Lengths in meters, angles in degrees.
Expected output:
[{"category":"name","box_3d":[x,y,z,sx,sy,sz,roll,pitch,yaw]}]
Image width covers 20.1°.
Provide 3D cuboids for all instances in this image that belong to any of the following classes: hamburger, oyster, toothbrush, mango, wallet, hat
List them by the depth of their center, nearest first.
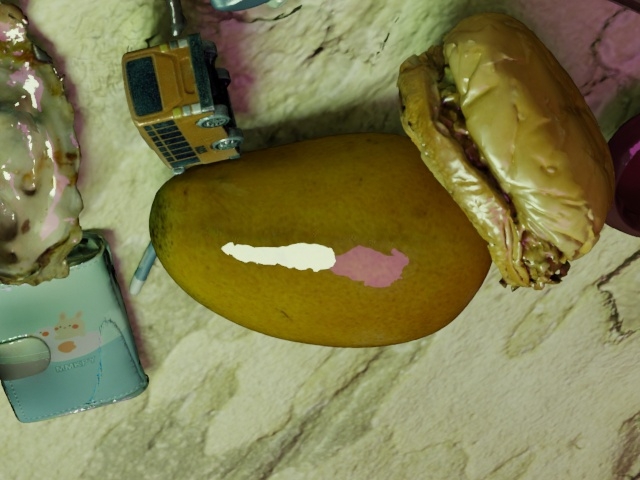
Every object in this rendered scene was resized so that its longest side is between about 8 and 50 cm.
[{"category":"oyster","box_3d":[-0.336,-0.102,1.868,0.221,0.096,0.361,-50,138,-9]},{"category":"hamburger","box_3d":[0.204,-0.096,1.870,0.158,0.318,0.318,-29,134,17]},{"category":"mango","box_3d":[0.000,0.000,1.986,0.378,0.221,0.264,4,145,-5]},{"category":"toothbrush","box_3d":[-0.169,-0.033,2.053,0.025,0.019,0.275,16,130,-20]},{"category":"hat","box_3d":[0.395,-0.092,2.068,0.205,0.089,0.205,-8,133,-9]},{"category":"wallet","box_3d":[-0.310,0.106,2.126,0.176,0.075,0.250,-14,136,-3]}]

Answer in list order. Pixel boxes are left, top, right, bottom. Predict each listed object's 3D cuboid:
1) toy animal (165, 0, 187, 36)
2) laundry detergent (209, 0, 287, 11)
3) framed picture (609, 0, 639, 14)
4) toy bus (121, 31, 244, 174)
[{"category":"toy animal","box_3d":[-0.136,-0.296,1.743,0.233,0.084,0.148,-32,132,24]},{"category":"laundry detergent","box_3d":[-0.106,-0.281,1.683,0.206,0.061,0.096,35,104,-19]},{"category":"framed picture","box_3d":[0.349,-0.337,1.859,0.173,0.010,0.231,19,129,-29]},{"category":"toy bus","box_3d":[-0.141,-0.136,1.855,0.103,0.091,0.182,-13,166,4]}]
